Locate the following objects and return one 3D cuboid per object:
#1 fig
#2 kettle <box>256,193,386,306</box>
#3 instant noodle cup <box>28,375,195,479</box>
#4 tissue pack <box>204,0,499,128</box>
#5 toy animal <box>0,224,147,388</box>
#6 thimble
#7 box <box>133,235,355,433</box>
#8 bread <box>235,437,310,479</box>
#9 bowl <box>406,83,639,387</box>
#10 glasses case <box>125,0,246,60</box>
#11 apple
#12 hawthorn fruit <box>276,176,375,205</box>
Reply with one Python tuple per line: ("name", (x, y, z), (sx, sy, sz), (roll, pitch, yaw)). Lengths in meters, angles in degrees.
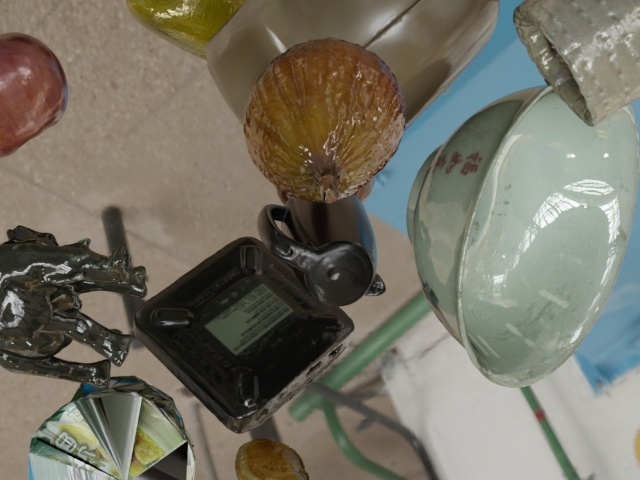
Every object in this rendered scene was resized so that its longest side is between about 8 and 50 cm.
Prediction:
("fig", (0.015, -0.071, 0.685), (0.119, 0.153, 0.119), (-18, 131, -23))
("kettle", (0.000, 0.000, 1.497), (0.202, 0.232, 0.144), (31, 102, -15))
("instant noodle cup", (-0.293, 0.309, 1.441), (0.240, 0.178, 0.240), (0, 95, -5))
("tissue pack", (0.062, -0.271, 1.337), (0.387, 0.277, 0.267), (-47, -173, -33))
("toy animal", (-0.248, 0.070, 0.937), (0.146, 0.114, 0.245), (19, 131, -16))
("thimble", (0.216, -0.158, 0.768), (0.090, 0.115, 0.102), (-34, -179, 4))
("box", (-0.125, 0.145, 1.656), (0.290, 0.289, 0.073), (-36, 157, -32))
("bread", (-0.060, 0.294, 1.261), (0.110, 0.110, 0.024), (9, 116, -33))
("bowl", (0.247, -0.032, 1.360), (0.435, 0.196, 0.434), (-21, 119, -43))
("glasses case", (-0.153, -0.363, 1.677), (0.371, 0.173, 0.141), (15, 84, -49))
("apple", (-0.354, -0.159, 1.092), (0.153, 0.153, 0.120), (-27, 105, 3))
("hawthorn fruit", (0.024, -0.155, 2.006), (0.208, 0.248, 0.208), (14, 127, 20))
